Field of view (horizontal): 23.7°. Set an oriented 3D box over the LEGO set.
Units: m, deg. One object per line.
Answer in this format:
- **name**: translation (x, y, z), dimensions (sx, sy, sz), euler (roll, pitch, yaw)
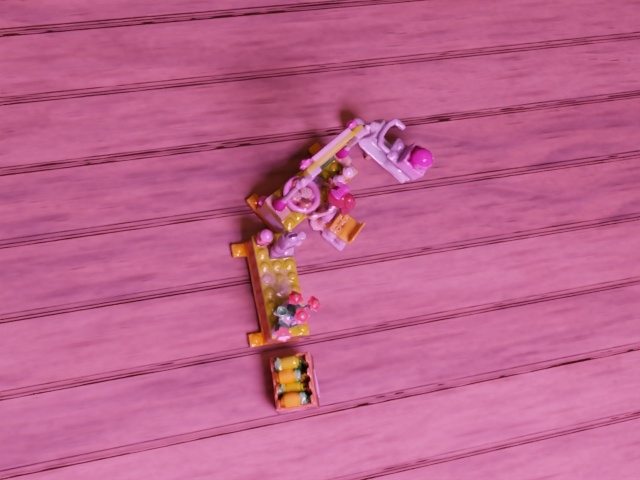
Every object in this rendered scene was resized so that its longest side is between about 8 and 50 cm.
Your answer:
- **LEGO set**: translation (0.000, 0.000, 1.304), dimensions (0.132, 0.107, 0.287), euler (29, 65, -10)
